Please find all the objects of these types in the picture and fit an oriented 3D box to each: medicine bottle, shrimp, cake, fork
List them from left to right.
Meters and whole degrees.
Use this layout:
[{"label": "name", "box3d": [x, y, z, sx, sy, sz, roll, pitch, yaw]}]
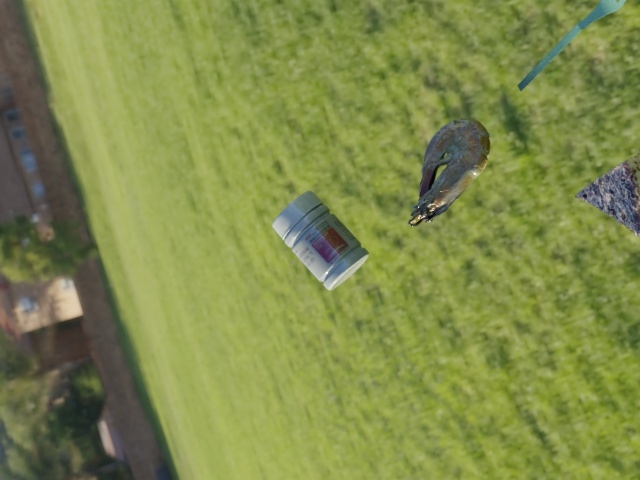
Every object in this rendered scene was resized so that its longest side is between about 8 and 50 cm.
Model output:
[{"label": "medicine bottle", "box3d": [0.000, 0.000, 1.147, 0.091, 0.058, 0.058, 48, 158, 8]}, {"label": "shrimp", "box3d": [0.190, -0.101, 1.704, 0.101, 0.190, 0.042, 35, -175, 31]}, {"label": "fork", "box3d": [0.313, -0.256, 1.378, 0.235, 0.021, 0.039, -49, 59, 55]}, {"label": "cake", "box3d": [0.492, -0.109, 1.769, 0.246, 0.112, 0.135, -124, 19, -68]}]
